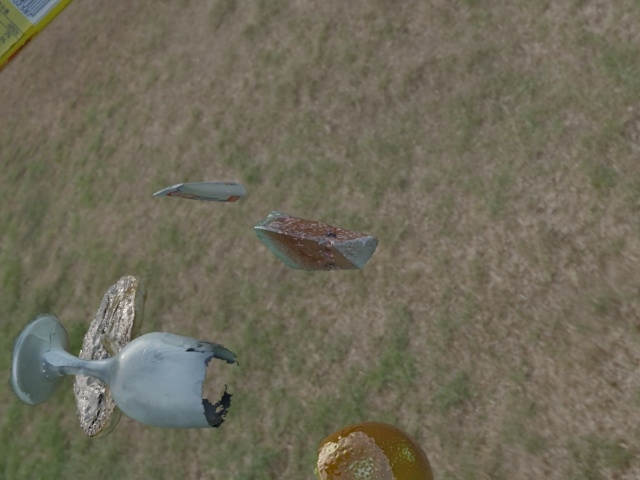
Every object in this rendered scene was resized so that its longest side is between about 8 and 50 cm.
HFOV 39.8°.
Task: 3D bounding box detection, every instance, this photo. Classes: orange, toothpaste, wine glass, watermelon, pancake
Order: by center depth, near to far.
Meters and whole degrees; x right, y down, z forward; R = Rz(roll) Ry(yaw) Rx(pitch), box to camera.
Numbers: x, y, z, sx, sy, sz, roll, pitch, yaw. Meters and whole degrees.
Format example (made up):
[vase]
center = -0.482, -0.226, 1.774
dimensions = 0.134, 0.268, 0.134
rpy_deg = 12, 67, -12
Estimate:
[wine glass]
center = -0.280, 0.191, 1.264
dimensions = 0.321, 0.143, 0.143
rpy_deg = 7, 69, 19
[toothpaste]
center = -0.168, -0.072, 1.283
dimensions = 0.052, 0.218, 0.033
rpy_deg = -15, 86, 22
[orange]
center = 0.099, 0.383, 1.422
dimensions = 0.158, 0.237, 0.179
rpy_deg = -41, 50, 5
[watermelon]
center = 0.000, 0.000, 1.617
dimensions = 0.241, 0.154, 0.094
rpy_deg = 12, 73, 45
[pancake]
center = -0.461, 0.256, 1.963
dimensions = 0.387, 0.082, 0.387
rpy_deg = -41, 42, 50

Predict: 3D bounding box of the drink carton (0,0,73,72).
[drink carton]
center = -0.350, -0.332, 1.090
dimensions = 0.351, 0.111, 0.154
rpy_deg = -44, 21, 2
